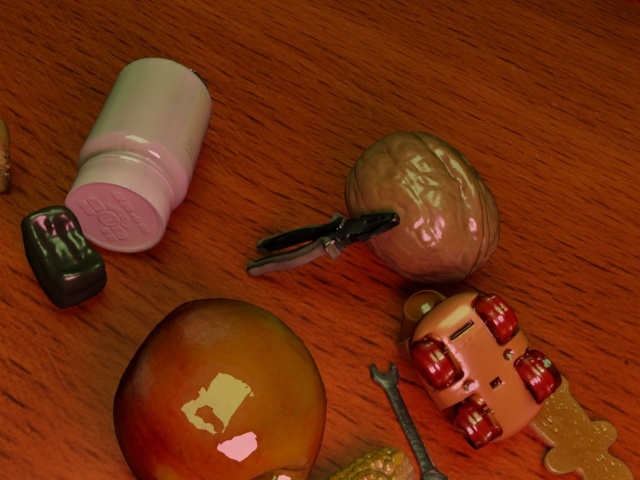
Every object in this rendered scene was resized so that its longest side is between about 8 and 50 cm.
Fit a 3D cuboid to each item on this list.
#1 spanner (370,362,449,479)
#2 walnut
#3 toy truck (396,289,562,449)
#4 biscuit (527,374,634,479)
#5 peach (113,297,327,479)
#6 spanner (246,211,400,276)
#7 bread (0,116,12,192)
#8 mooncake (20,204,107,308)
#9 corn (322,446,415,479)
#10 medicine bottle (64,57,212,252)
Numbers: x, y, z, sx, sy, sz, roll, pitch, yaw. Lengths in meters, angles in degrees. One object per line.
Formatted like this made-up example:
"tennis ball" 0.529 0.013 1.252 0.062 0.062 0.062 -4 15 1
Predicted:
"spanner" 0.147 0.311 1.201 0.054 0.015 0.255 -10 51 -19
"walnut" 0.197 -0.058 1.378 0.252 0.277 0.313 -38 64 7
"toy truck" 0.245 0.201 1.222 0.189 0.239 0.265 -34 91 -9
"biscuit" 0.425 0.339 1.213 0.158 0.035 0.240 -20 54 -23
"peach" -0.143 0.230 1.037 0.307 0.308 0.332 -12 49 -20
"spanner" 0.000 0.000 1.310 0.324 0.040 0.096 -16 40 32
"bread" -0.724 -0.193 1.409 0.260 0.160 0.147 0 40 -6
"mooncake" -0.445 0.025 1.249 0.104 0.175 0.168 -27 16 -26
"corn" 0.003 0.414 1.007 0.346 0.130 0.130 -32 60 -33
"medicine bottle" -0.348 -0.175 1.414 0.213 0.214 0.379 9 47 -2
